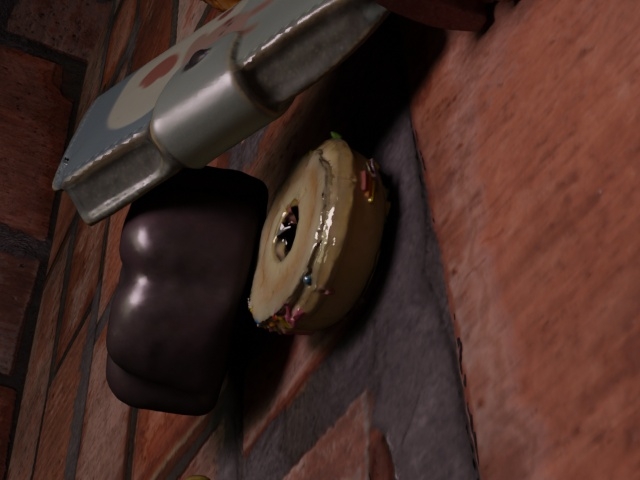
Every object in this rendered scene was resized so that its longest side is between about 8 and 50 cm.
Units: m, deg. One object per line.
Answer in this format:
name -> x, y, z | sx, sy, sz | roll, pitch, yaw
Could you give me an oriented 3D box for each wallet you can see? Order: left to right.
wallet -> -0.077, -0.156, 0.864 | 0.360, 0.083, 0.252 | -30, 27, 21

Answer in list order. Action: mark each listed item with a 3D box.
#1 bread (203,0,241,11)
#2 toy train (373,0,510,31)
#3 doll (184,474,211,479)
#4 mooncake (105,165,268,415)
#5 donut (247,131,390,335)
bread -> -0.164, -0.436, 1.450 | 0.143, 0.139, 0.229 | -60, 24, 8
toy train -> 0.107, -0.321, 0.690 | 0.221, 0.150, 0.304 | 123, 153, -48
doll -> -0.086, 0.287, 0.759 | 0.207, 0.081, 0.129 | -104, 19, -50
mooncake -> -0.128, 0.045, 0.925 | 0.245, 0.133, 0.245 | -171, 90, -82
donut -> 0.000, 0.000, 0.793 | 0.174, 0.068, 0.174 | -162, 90, -72
